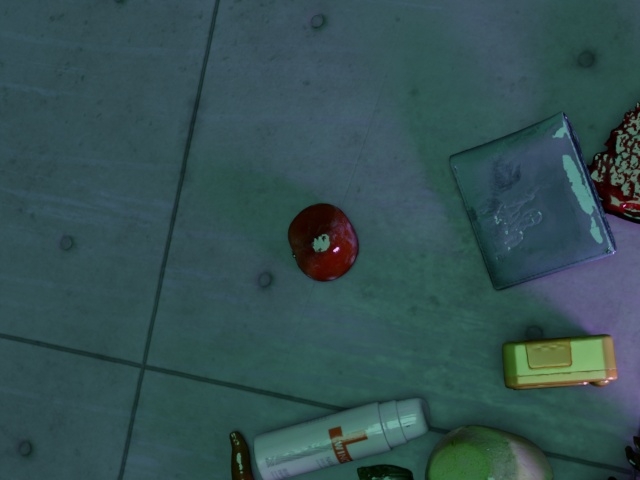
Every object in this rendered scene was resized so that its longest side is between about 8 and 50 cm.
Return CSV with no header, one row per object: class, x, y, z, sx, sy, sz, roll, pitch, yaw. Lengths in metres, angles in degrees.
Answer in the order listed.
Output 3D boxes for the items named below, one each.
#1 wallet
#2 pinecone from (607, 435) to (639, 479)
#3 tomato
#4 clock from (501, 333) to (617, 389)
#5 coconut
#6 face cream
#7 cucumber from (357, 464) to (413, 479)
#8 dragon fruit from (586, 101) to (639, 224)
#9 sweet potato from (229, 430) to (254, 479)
wallet,0.404,-0.072,1.838,0.251,0.054,0.290,-19,89,27
pinecone,0.592,0.477,1.701,0.292,0.246,0.246,-39,79,20
tomato,0.000,0.000,1.910,0.139,0.091,0.159,-21,80,6
clock,0.444,0.230,1.783,0.202,0.143,0.096,-5,82,10
coconut,0.310,0.445,1.762,0.236,0.236,0.204,-42,46,4
face cream,0.045,0.384,1.863,0.346,0.102,0.102,-17,82,10
cucumber,0.129,0.474,1.873,0.108,0.035,0.067,-9,82,8
dragon fruit,0.681,-0.154,1.789,0.282,0.100,0.343,45,107,18
sweet potato,-0.142,0.513,1.909,0.057,0.057,0.264,-22,80,7
